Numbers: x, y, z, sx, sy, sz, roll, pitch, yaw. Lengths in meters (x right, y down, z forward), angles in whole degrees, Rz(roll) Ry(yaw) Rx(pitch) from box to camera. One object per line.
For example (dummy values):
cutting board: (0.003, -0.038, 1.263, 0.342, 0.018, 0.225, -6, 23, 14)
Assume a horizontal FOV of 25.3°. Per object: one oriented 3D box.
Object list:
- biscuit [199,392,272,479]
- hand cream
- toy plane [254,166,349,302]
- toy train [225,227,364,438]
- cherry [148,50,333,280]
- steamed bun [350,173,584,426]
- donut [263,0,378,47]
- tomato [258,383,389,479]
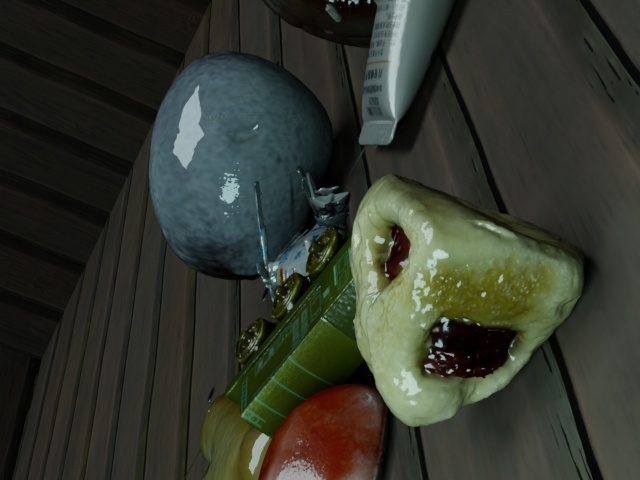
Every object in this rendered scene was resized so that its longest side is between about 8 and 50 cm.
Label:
biscuit: (-0.103, 0.273, 1.492, 0.237, 0.062, 0.290, -68, 13, -4)
hand cream: (0.098, -0.250, 1.506, 0.139, 0.089, 0.314, -150, 79, -77)
toy plane: (0.004, 0.009, 1.515, 0.273, 0.107, 0.182, -27, -79, -73)
toy train: (-0.003, 0.089, 1.310, 0.225, 0.090, 0.137, -52, 19, 23)
cherry: (-0.098, -0.096, 1.727, 0.255, 0.218, 0.296, 114, 164, -62)
steamed bun: (0.086, 0.049, 0.991, 0.172, 0.140, 0.155, -140, 69, -72)
donut: (0.016, -0.429, 1.728, 0.136, 0.259, 0.345, 136, 158, -84)
tomato: (-0.009, 0.205, 1.203, 0.166, 0.082, 0.174, -61, 13, 21)
